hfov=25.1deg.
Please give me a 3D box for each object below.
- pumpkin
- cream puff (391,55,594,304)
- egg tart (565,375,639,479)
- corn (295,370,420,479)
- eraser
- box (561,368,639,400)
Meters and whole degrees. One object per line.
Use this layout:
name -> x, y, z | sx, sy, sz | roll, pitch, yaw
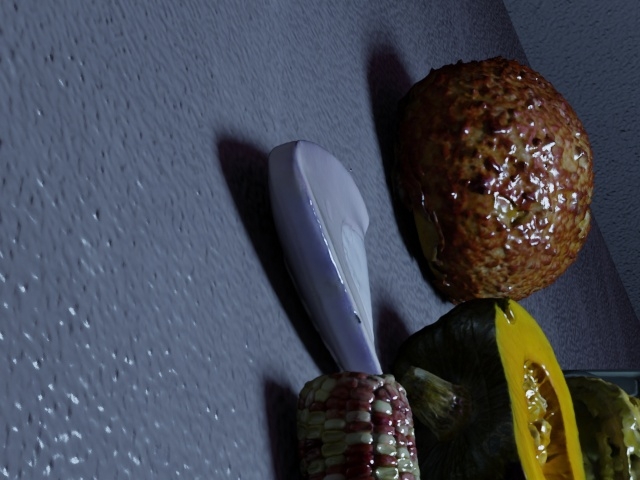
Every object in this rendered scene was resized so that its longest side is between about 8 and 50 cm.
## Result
pumpkin -> 0.161, 0.197, 1.430 | 0.222, 0.139, 0.317 | 44, 34, -38
cream puff -> 0.227, -0.081, 1.789 | 0.350, 0.229, 0.350 | -15, 90, -75
egg tart -> 0.258, 0.280, 1.595 | 0.294, 0.123, 0.294 | -171, -90, -70
corn -> 0.037, 0.239, 1.097 | 0.098, 0.098, 0.289 | 40, 40, -61
eraser -> -0.001, 0.000, 1.258 | 0.243, 0.059, 0.204 | 59, 22, -49
box -> 0.319, 0.226, 1.800 | 0.162, 0.227, 0.130 | -41, 128, -74
